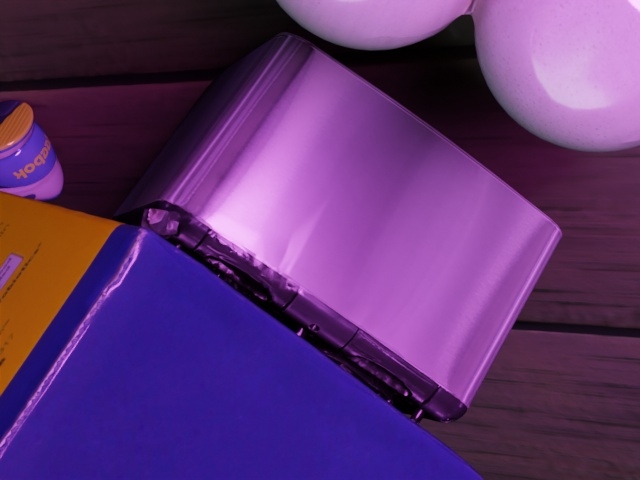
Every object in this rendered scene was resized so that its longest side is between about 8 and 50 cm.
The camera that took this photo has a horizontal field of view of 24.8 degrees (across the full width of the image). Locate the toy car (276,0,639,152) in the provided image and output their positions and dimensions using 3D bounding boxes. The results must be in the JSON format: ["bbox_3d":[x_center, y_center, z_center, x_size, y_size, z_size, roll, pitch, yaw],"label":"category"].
[{"bbox_3d":[0.072,-0.121,0.475,0.182,0.159,0.136,25,114,5],"label":"toy car"}]

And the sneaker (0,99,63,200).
[{"bbox_3d":[-0.212,-0.043,0.864,0.144,0.053,0.059,0,141,38],"label":"sneaker"}]

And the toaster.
[{"bbox_3d":[0.000,0.000,0.678,0.168,0.110,0.186,34,169,-12],"label":"toaster"}]

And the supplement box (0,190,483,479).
[{"bbox_3d":[-0.126,0.108,0.699,0.194,0.195,0.356,38,168,-25],"label":"supplement box"}]
